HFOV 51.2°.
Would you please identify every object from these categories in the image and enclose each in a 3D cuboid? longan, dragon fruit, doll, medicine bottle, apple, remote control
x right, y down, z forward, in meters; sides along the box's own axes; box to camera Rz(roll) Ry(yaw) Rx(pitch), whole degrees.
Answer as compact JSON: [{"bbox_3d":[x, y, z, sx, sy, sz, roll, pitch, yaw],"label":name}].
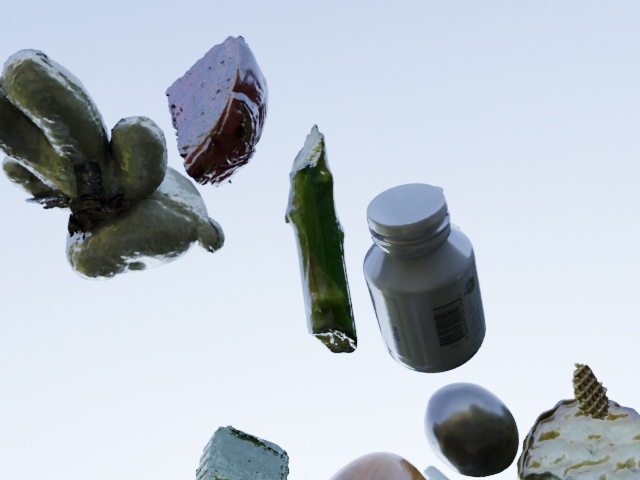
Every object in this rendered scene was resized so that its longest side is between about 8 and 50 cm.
[{"bbox_3d":[0.321,0.408,1.450,0.196,0.220,0.196,-28,-39,-25],"label":"longan"},{"bbox_3d":[-0.099,-0.132,0.773,0.127,0.161,0.120,-33,-42,20],"label":"dragon fruit"},{"bbox_3d":[-0.231,-0.057,0.655,0.149,0.175,0.278,-52,-46,-14],"label":"doll"},{"bbox_3d":[0.123,0.044,0.810,0.135,0.135,0.215,-15,-58,3],"label":"medicine bottle"},{"bbox_3d":[0.102,0.531,1.264,0.242,0.241,0.242,8,-73,29],"label":"apple"},{"bbox_3d":[0.317,0.600,1.580,0.042,0.221,0.078,-39,-68,-14],"label":"remote control"}]

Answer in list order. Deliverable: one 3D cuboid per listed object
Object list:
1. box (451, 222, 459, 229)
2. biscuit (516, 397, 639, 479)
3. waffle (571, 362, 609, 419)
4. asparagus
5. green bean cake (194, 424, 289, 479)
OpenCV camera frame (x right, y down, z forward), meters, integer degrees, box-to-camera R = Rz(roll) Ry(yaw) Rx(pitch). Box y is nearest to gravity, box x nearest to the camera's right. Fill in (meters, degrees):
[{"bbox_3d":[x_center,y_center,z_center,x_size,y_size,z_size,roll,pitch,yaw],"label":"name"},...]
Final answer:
[{"bbox_3d":[0.210,0.002,1.113,0.015,0.058,0.093,-38,-44,-19],"label":"box"},{"bbox_3d":[0.571,0.448,1.315,0.329,0.335,0.078,-28,-50,-31],"label":"biscuit"},{"bbox_3d":[0.407,0.229,1.006,0.085,0.078,0.016,36,-38,-17],"label":"waffle"},{"bbox_3d":[-0.001,0.000,0.964,0.085,0.082,0.343,-8,-89,-38],"label":"asparagus"},{"bbox_3d":[-0.183,0.557,1.574,0.214,0.200,0.113,23,-62,-11],"label":"green bean cake"}]
